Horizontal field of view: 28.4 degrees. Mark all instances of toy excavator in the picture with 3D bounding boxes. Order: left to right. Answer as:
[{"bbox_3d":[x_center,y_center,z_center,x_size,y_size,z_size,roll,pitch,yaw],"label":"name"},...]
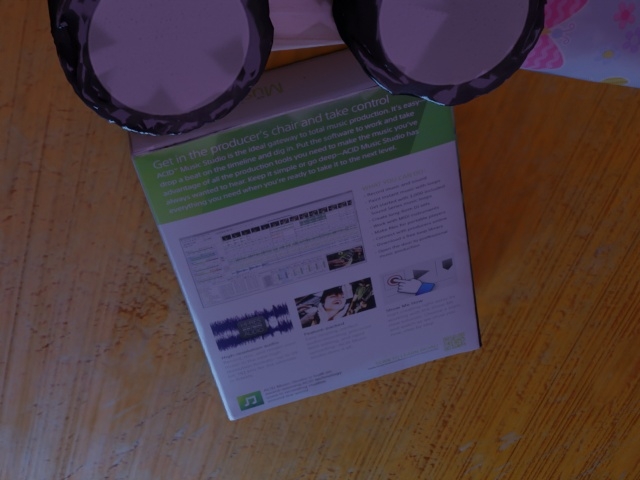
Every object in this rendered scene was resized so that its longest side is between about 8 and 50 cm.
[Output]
[{"bbox_3d":[-0.109,-0.292,0.605,0.433,0.222,0.445,-8,121,-10],"label":"toy excavator"}]

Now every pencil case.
[{"bbox_3d":[0.200,-0.169,0.860,0.273,0.113,0.124,7,106,-23],"label":"pencil case"}]

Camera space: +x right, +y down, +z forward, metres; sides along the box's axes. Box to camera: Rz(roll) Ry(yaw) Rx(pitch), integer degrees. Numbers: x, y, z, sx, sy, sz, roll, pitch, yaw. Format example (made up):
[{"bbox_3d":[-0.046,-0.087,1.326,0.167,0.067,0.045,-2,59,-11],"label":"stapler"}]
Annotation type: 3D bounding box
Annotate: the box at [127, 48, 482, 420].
[{"bbox_3d":[0.000,0.000,0.999,0.232,0.058,0.322,-16,137,-3],"label":"box"}]
